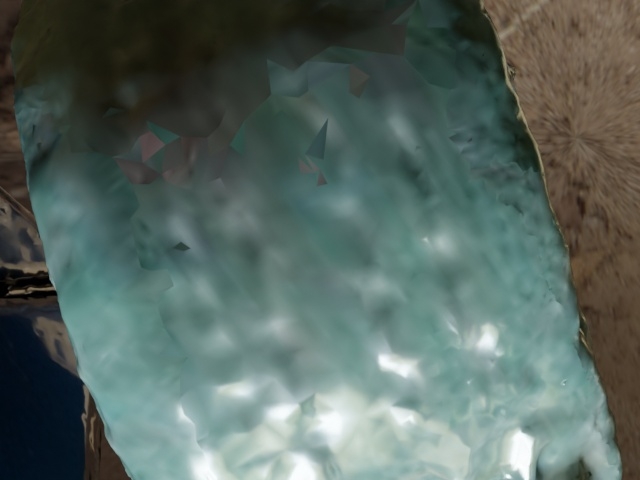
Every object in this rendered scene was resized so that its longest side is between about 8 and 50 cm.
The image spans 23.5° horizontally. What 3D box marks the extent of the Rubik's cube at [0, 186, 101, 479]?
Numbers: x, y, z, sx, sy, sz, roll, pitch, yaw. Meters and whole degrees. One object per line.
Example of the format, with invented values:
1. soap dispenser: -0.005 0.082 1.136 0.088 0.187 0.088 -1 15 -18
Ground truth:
1. Rubik's cube: -0.243 0.081 0.483 0.255 0.260 0.259 -34 122 18

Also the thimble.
1. thimble: 0.000 0.000 0.486 0.143 0.198 0.235 -19 72 5
